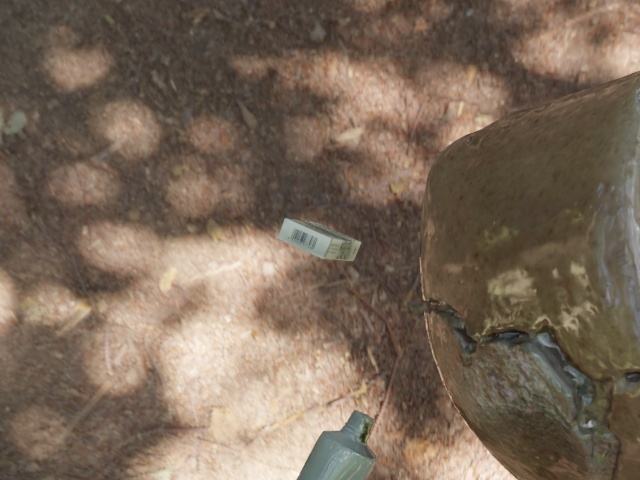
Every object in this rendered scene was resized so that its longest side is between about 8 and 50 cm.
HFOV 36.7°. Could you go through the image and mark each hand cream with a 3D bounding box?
[{"bbox_3d":[-0.016,0.374,1.231,0.078,0.124,0.341,23,87,41],"label":"hand cream"}]

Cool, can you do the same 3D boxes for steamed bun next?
[{"bbox_3d":[0.184,0.057,0.625,0.199,0.251,0.301,-26,97,-44],"label":"steamed bun"}]

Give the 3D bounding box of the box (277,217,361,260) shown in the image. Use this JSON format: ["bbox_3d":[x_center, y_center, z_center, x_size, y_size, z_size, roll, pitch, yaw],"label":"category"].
[{"bbox_3d":[0.000,0.000,0.950,0.054,0.083,0.024,22,95,22],"label":"box"}]
